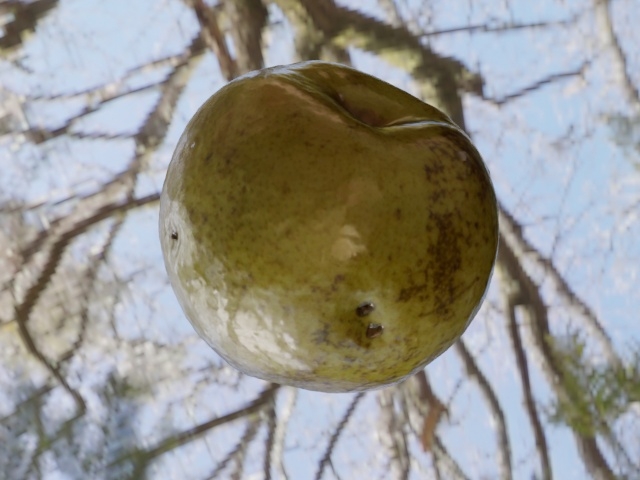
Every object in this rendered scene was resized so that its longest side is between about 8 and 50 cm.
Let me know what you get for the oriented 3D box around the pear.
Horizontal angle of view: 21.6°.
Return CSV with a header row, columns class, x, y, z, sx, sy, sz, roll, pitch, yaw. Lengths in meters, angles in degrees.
class,x,y,z,sx,sy,sz,roll,pitch,yaw
pear,0.000,0.000,0.959,0.197,0.197,0.197,-6,-131,7
